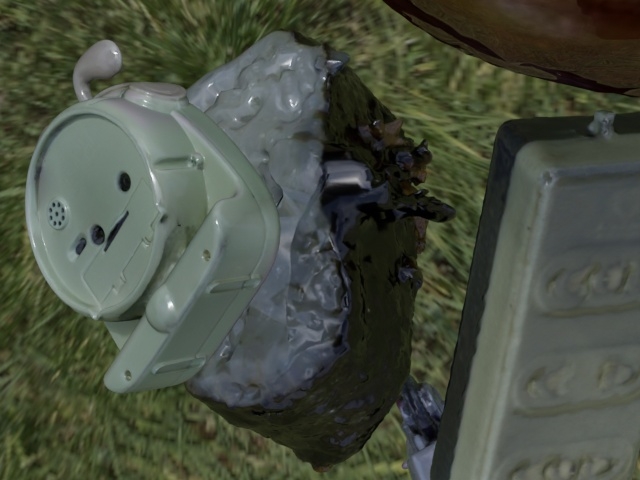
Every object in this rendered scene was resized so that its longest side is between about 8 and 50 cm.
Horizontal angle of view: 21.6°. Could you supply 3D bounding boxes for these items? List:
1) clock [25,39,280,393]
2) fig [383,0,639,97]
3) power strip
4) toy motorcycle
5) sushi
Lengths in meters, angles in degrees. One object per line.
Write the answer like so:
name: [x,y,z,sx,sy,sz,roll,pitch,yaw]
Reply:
clock: [-0.114,-0.019,0.989,0.191,0.062,0.151,53,127,26]
fig: [0.061,-0.161,0.429,0.224,0.224,0.263,-38,103,1]
power strip: [0.131,0.046,0.902,0.105,0.070,0.257,-7,124,-20]
toy motorcycle: [0.145,0.251,1.616,0.110,0.171,0.260,-29,68,7]
sushi: [0.000,0.000,1.371,0.234,0.207,0.348,-18,58,31]
